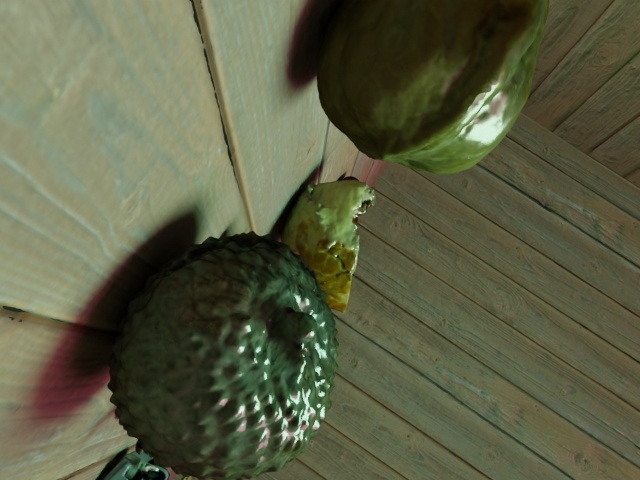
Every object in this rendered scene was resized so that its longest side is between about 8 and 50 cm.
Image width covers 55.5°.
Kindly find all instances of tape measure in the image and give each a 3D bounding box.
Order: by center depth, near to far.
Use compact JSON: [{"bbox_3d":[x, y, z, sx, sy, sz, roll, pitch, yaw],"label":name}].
[{"bbox_3d":[-0.363,0.476,1.109,0.182,0.107,0.181,-54,172,-23],"label":"tape measure"}]

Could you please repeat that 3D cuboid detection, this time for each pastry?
[{"bbox_3d":[-0.002,0.009,1.211,0.256,0.170,0.237,115,-15,-60],"label":"pastry"}]

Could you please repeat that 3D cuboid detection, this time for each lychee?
[{"bbox_3d":[-0.103,0.121,0.648,0.274,0.255,0.255,-15,-152,44],"label":"lychee"}]

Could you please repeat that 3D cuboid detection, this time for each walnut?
[{"bbox_3d":[0.123,-0.212,0.670,0.283,0.227,0.283,-41,-148,33],"label":"walnut"}]

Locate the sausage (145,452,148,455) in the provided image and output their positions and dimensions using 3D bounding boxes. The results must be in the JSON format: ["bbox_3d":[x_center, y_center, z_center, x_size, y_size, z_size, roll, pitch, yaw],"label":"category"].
[{"bbox_3d":[-0.394,0.510,1.437,0.047,0.040,0.177,-51,172,-41],"label":"sausage"}]

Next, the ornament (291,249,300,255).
[{"bbox_3d":[-0.100,0.123,0.906,0.221,0.236,0.217,-22,176,-3],"label":"ornament"}]

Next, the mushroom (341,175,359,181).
[{"bbox_3d":[0.064,-0.124,1.664,0.094,0.072,0.210,-68,171,23],"label":"mushroom"}]

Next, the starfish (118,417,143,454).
[{"bbox_3d":[-0.196,0.247,0.905,0.212,0.057,0.238,-11,-178,-9],"label":"starfish"}]

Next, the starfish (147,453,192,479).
[{"bbox_3d":[-0.437,0.636,1.350,0.398,0.132,0.384,-51,-179,10],"label":"starfish"}]
